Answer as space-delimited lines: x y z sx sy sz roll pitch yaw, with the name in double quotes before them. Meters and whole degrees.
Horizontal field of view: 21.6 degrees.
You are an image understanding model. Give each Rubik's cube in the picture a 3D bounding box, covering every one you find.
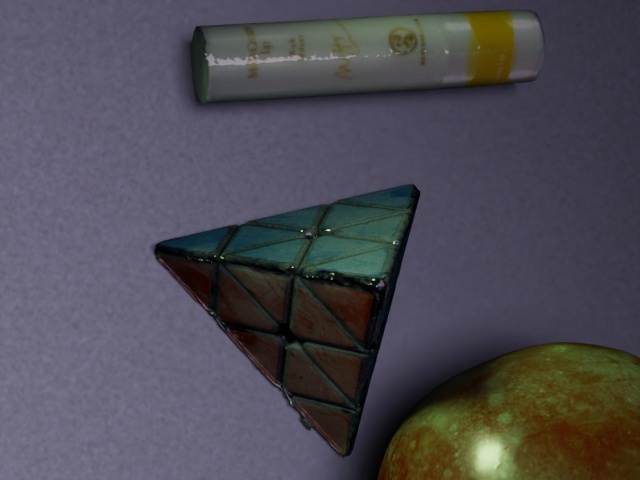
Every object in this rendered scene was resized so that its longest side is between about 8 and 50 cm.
"Rubik's cube" 0.000 0.000 1.220 0.190 0.211 0.178 31 52 11

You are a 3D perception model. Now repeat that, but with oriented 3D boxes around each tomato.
"tomato" 0.178 0.203 1.172 0.270 0.222 0.270 0 88 -18

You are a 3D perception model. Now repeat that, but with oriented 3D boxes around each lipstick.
"lipstick" 0.035 -0.137 1.240 0.264 0.059 0.059 -5 87 -17
